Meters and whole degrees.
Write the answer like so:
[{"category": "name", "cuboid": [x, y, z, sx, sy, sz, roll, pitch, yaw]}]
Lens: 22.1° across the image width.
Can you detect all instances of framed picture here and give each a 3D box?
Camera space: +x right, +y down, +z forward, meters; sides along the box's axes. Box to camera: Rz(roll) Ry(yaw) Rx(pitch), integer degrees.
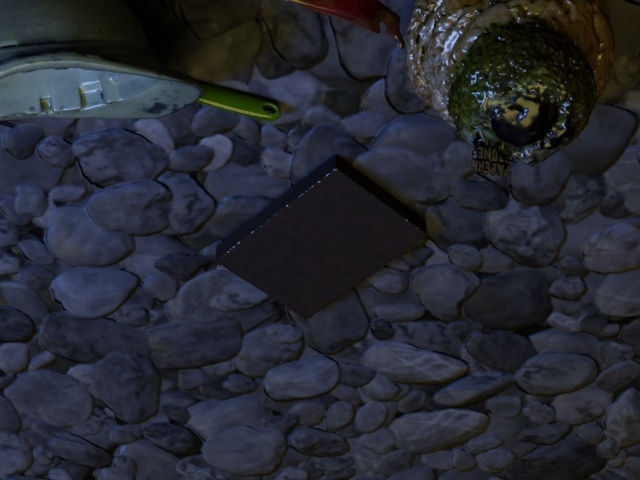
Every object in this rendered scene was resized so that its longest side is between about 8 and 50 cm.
[{"category": "framed picture", "cuboid": [0.000, 0.000, 1.602, 0.128, 0.023, 0.168, 34, 124, -30]}]

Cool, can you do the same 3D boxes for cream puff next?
[{"category": "cream puff", "cuboid": [0.163, -0.131, 1.377, 0.183, 0.169, 0.183, -2, 135, -2]}]

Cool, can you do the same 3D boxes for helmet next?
[{"category": "helmet", "cuboid": [-0.231, -0.175, 1.353, 0.257, 0.137, 0.204, -4, 174, -20]}]

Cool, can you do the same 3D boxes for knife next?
[{"category": "knife", "cuboid": [-0.122, -0.137, 1.467, 0.184, 0.022, 0.026, 14, 159, -14]}]

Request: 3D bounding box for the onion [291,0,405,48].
[{"category": "onion", "cuboid": [0.044, -0.314, 1.078, 0.354, 0.353, 0.353, -1, 134, -1]}]
